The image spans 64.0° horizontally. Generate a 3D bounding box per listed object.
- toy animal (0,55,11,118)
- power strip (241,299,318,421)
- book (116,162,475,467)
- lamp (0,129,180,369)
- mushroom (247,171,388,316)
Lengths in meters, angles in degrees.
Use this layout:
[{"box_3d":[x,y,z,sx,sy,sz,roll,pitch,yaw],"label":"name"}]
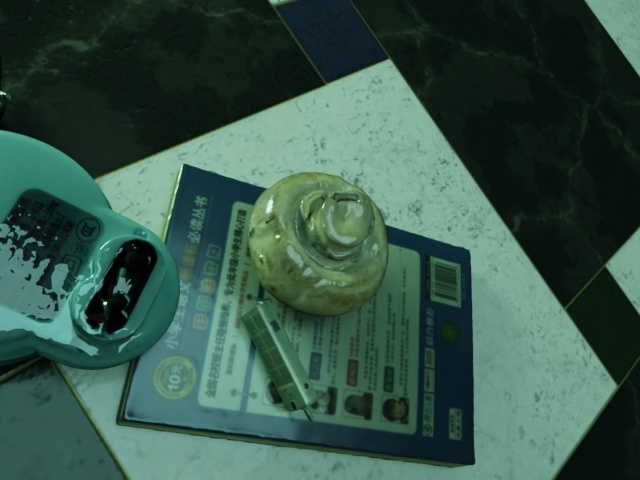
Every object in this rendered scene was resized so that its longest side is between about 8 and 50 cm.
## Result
[{"box_3d":[-0.386,-0.199,0.494,0.114,0.146,0.245,-35,86,-25],"label":"toy animal"},{"box_3d":[-0.041,0.127,0.538,0.019,0.051,0.136,-21,81,-37],"label":"power strip"},{"box_3d":[0.007,0.097,0.627,0.427,0.039,0.300,16,64,-19],"label":"book"},{"box_3d":[-0.268,0.016,0.461,0.283,0.147,0.210,19,64,-2],"label":"lamp"},{"box_3d":[0.000,0.000,0.565,0.166,0.127,0.166,8,63,-16],"label":"mushroom"}]
